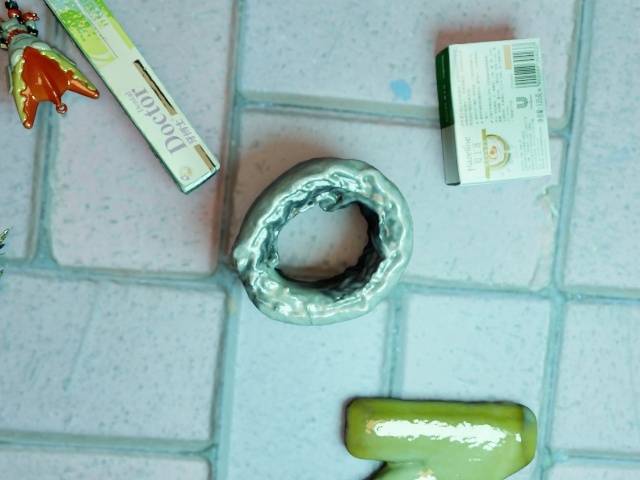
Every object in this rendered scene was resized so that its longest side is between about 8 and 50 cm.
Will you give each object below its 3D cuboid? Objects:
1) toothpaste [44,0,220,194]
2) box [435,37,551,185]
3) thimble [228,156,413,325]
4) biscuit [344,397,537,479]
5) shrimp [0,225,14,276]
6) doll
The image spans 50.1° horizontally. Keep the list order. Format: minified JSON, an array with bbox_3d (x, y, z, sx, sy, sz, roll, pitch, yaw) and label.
[{"bbox_3d":[-0.258,-0.216,0.926,0.067,0.081,0.336,-36,96,-7],"label":"toothpaste"},{"bbox_3d":[0.245,-0.181,0.982,0.135,0.081,0.198,-5,92,-5],"label":"box"},{"bbox_3d":[0.000,0.000,0.926,0.246,0.157,0.217,-26,95,-4],"label":"thimble"},{"bbox_3d":[0.173,0.351,1.011,0.291,0.062,0.236,5,93,-5],"label":"biscuit"},{"bbox_3d":[-0.493,0.067,0.920,0.090,0.079,0.233,40,83,-11],"label":"shrimp"},{"bbox_3d":[-0.389,-0.241,0.926,0.109,0.057,0.169,-31,82,-20],"label":"doll"}]
